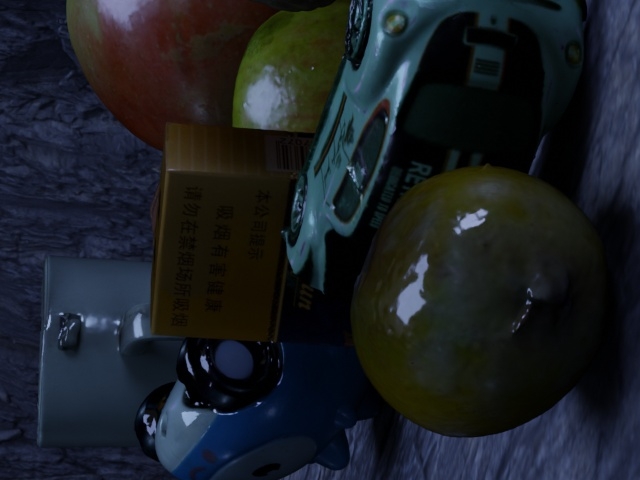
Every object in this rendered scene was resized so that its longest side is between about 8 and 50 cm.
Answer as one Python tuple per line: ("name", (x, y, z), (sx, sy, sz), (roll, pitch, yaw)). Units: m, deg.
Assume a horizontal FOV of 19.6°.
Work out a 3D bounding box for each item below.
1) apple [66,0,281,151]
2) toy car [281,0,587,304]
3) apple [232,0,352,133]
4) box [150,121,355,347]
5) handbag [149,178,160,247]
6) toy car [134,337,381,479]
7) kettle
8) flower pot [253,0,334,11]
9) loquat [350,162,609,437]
("apple", (-0.095, -0.232, 1.884), (0.319, 0.319, 0.277), (-103, -11, -62))
("toy car", (0.066, -0.043, 1.163), (0.306, 0.136, 0.125), (110, 164, -47))
("apple", (0.022, -0.097, 1.426), (0.196, 0.196, 0.196), (-177, 90, -82))
("box", (0.000, -0.001, 1.334), (0.070, 0.237, 0.152), (-93, 10, -53))
("handbag", (-0.096, -0.041, 2.167), (0.072, 0.193, 0.151), (-98, 18, -45))
("toy car", (-0.037, 0.125, 1.685), (0.255, 0.190, 0.188), (-56, 2, -38))
("kettle", (-0.139, 0.105, 1.968), (0.205, 0.318, 0.265), (-95, 12, -45))
("flower pot", (0.031, -0.302, 1.215), (0.307, 0.244, 0.307), (-178, 90, -84))
("loquat", (0.087, 0.036, 1.042), (0.195, 0.152, 0.152), (155, 118, -75))
